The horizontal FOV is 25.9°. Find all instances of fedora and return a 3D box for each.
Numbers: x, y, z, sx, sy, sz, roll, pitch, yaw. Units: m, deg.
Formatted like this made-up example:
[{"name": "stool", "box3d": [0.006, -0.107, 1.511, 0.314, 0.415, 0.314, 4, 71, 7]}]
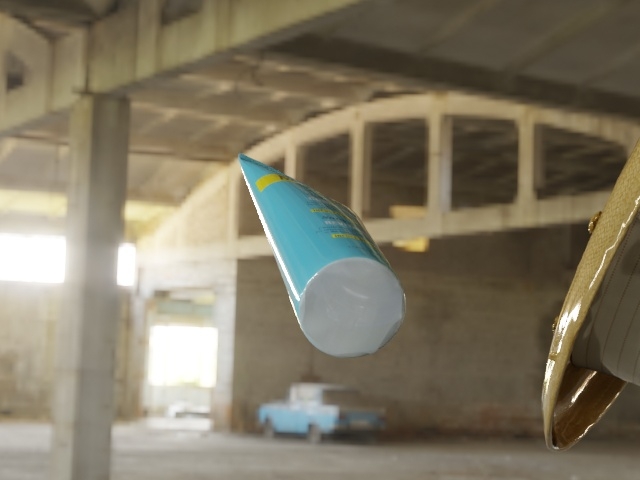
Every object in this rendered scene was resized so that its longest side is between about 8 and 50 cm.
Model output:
[{"name": "fedora", "box3d": [0.145, 0.005, 0.471, 0.079, 0.194, 0.194, 28, 4, 20]}]

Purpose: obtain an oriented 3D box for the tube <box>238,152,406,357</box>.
[{"name": "tube", "box3d": [0.000, 0.000, 0.757, 0.080, 0.052, 0.207, 32, 11, -18]}]
